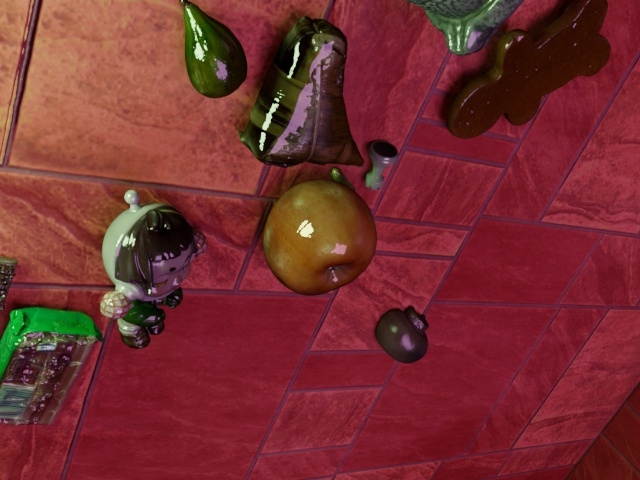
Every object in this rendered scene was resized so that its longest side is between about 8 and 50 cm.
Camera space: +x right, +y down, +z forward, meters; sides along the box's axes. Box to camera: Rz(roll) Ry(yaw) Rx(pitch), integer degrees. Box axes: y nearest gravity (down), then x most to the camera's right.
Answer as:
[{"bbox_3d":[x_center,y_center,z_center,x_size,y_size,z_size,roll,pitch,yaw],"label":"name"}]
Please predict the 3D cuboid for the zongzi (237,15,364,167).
[{"bbox_3d":[0.021,-0.265,1.396,0.288,0.134,0.286,8,123,-35],"label":"zongzi"}]

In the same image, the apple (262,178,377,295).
[{"bbox_3d":[0.000,0.000,1.537,0.254,0.253,0.253,-16,132,-19],"label":"apple"}]

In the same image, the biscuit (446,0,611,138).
[{"bbox_3d":[0.454,-0.380,1.614,0.432,0.064,0.283,-34,144,0],"label":"biscuit"}]

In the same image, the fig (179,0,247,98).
[{"bbox_3d":[-0.189,-0.335,1.242,0.117,0.117,0.177,-22,119,-14],"label":"fig"}]

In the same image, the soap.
[{"bbox_3d":[-0.593,0.268,1.486,0.218,0.098,0.273,12,120,-40],"label":"soap"}]

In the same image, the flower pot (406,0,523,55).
[{"bbox_3d":[0.252,-0.481,1.260,0.283,0.299,0.299,14,117,-31],"label":"flower pot"}]

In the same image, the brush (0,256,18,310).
[{"bbox_3d":[-0.638,0.139,1.403,0.043,0.036,0.248,15,118,-28],"label":"brush"}]

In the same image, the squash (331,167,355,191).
[{"bbox_3d":[0.048,-0.131,1.599,0.027,0.027,0.083,-39,134,2],"label":"squash"}]

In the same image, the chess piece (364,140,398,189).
[{"bbox_3d":[0.129,-0.162,1.602,0.067,0.067,0.103,-9,138,-25],"label":"chess piece"}]

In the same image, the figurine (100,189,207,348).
[{"bbox_3d":[-0.344,0.066,1.439,0.281,0.167,0.370,-44,159,-43],"label":"figurine"}]

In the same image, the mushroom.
[{"bbox_3d":[0.238,0.275,1.997,0.141,0.117,0.188,-35,141,15],"label":"mushroom"}]
